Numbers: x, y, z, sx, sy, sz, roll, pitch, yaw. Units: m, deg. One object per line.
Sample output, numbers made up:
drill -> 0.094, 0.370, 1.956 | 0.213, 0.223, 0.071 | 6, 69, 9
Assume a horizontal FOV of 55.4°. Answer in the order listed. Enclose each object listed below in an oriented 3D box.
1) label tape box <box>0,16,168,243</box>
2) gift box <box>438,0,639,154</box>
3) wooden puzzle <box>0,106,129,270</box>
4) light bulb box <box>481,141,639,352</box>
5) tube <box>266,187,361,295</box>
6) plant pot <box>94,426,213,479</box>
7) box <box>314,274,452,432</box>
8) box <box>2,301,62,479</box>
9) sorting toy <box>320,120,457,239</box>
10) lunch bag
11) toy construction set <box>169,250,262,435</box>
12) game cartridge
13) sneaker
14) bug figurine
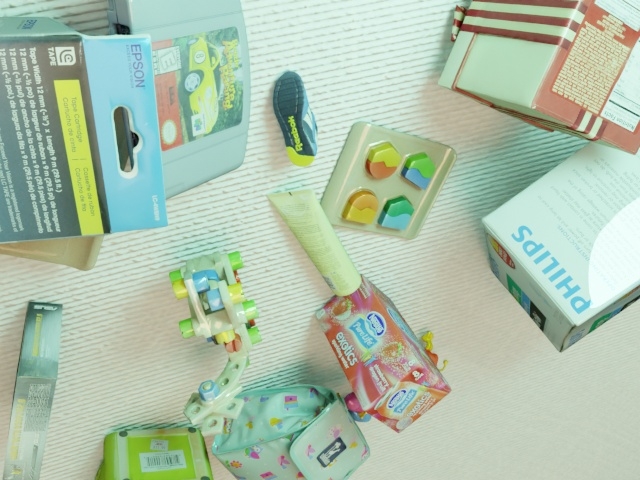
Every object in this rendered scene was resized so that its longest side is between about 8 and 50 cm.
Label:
label tape box -> -0.372, -0.130, 0.731 | 0.348, 0.115, 0.249 | -6, 121, -15
gift box -> 0.364, -0.300, 0.898 | 0.255, 0.258, 0.276 | 20, 102, -28
wooden puzzle -> -0.445, -0.136, 0.820 | 0.348, 0.080, 0.322 | 15, 114, -22
light bulb box -> 0.502, -0.011, 1.064 | 0.361, 0.225, 0.358 | -37, 156, 5
tube -> 0.000, 0.000, 1.070 | 0.070, 0.062, 0.240 | -33, 126, 1
plant pot -> -0.318, 0.496, 1.172 | 0.228, 0.227, 0.207 | 5, 113, -22
box -> 0.108, 0.200, 1.114 | 0.128, 0.257, 0.122 | -41, 128, 8
box -> -0.463, 0.245, 0.981 | 0.056, 0.183, 0.231 | 8, 118, -24
sorting toy -> 0.120, -0.095, 1.069 | 0.208, 0.038, 0.193 | 12, 116, -26
lunch bag -> -0.048, 0.400, 1.216 | 0.262, 0.160, 0.223 | -16, 128, 13
toy construction set -> -0.164, 0.156, 1.014 | 0.151, 0.215, 0.327 | -6, 122, -16
game cartridge -> -0.177, -0.211, 0.821 | 0.196, 0.060, 0.294 | -37, 137, -46
sneaker -> -0.036, -0.190, 0.949 | 0.053, 0.059, 0.144 | -3, 110, 18
bug figurine -> 0.135, 0.300, 1.275 | 0.279, 0.072, 0.216 | -42, 150, 9
